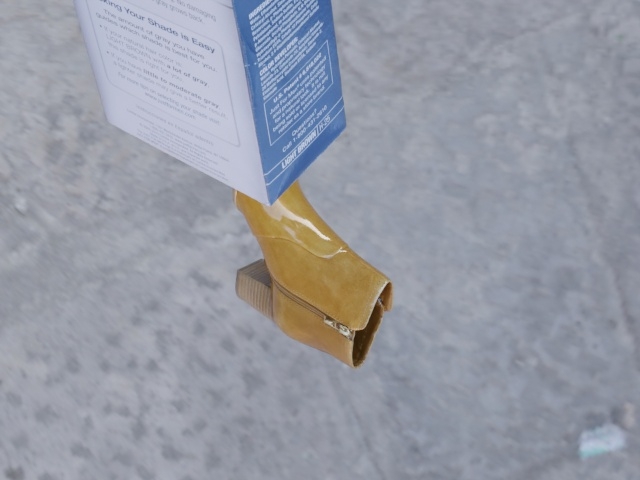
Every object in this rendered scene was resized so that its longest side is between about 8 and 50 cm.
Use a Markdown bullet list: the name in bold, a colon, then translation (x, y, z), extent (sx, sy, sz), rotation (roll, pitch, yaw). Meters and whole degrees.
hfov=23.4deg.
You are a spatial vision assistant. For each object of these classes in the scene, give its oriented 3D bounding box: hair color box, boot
- **hair color box**: translation (-0.090, -0.201, 1.073), extent (0.105, 0.174, 0.347), rotation (-47, 150, -28)
- **boot**: translation (-0.001, 0.001, 1.879), extent (0.104, 0.211, 0.295), rotation (-33, 139, -44)
